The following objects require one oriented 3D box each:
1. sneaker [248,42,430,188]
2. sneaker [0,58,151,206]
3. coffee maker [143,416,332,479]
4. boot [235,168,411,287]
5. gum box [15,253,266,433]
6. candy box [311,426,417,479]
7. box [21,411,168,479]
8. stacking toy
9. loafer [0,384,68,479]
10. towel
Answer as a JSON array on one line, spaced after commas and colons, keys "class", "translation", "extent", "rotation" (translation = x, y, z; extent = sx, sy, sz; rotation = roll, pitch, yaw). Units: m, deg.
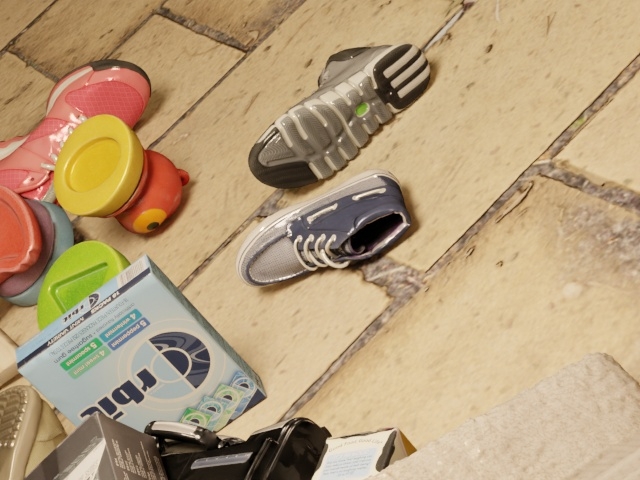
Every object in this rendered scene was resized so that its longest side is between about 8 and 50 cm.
[{"class": "sneaker", "translation": [0.007, -0.142, 1.971], "extent": [0.229, 0.086, 0.132], "rotation": [-34, 23, -10]}, {"class": "sneaker", "translation": [-0.329, -0.099, 2.285], "extent": [0.314, 0.116, 0.136], "rotation": [-38, 39, 18]}, {"class": "coffee maker", "translation": [-0.084, 0.237, 1.533], "extent": [0.178, 0.120, 0.171], "rotation": [-11, 59, 43]}, {"class": "boot", "translation": [0.000, 0.000, 1.782], "extent": [0.190, 0.069, 0.086], "rotation": [-33, 27, 9]}, {"class": "gum box", "translation": [-0.168, 0.125, 1.688], "extent": [0.157, 0.184, 0.041], "rotation": [-36, 30, 7]}, {"class": "candy box", "translation": [0.039, 0.273, 1.277], "extent": [0.071, 0.159, 0.233], "rotation": [-15, 39, 36]}, {"class": "box", "translation": [-0.201, 0.330, 1.446], "extent": [0.242, 0.076, 0.307], "rotation": [-43, 42, 18]}, {"class": "stacking toy", "translation": [-0.284, 0.036, 2.076], "extent": [0.309, 0.130, 0.279], "rotation": [-25, 59, 30]}, {"class": "loafer", "translation": [-0.304, 0.276, 1.742], "extent": [0.102, 0.092, 0.268], "rotation": [-7, 59, 47]}, {"class": "towel", "translation": [0.145, 0.194, 1.211], "extent": [0.282, 0.049, 0.187], "rotation": [-28, 57, -24]}]
